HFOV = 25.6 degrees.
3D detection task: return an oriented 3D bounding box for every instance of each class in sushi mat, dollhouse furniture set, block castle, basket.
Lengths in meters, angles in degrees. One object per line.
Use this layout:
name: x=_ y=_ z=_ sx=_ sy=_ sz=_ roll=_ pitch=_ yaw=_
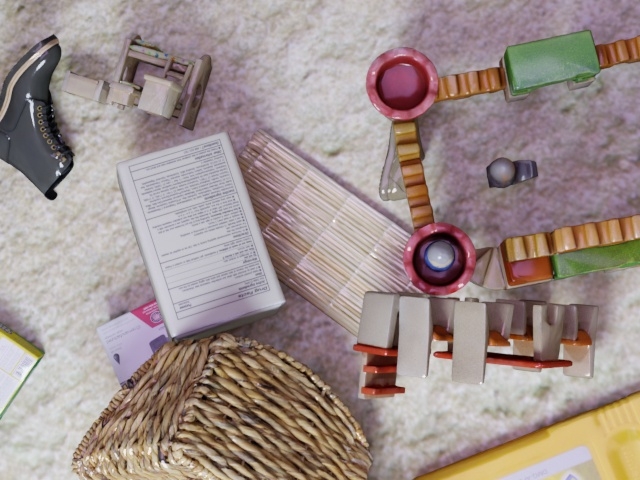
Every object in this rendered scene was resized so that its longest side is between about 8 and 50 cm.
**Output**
sushi mat: x=0.000 y=0.000 z=1.845 sx=0.316 sy=0.019 sz=0.151 roll=36 pitch=93 yaw=10
dollhouse furniture set: x=-0.254 y=-0.225 z=1.829 sx=0.181 sy=0.161 sz=0.101 roll=17 pitch=90 yaw=10
block castle: x=0.297 y=-0.108 z=1.670 sx=0.453 sy=0.213 sz=0.303 roll=-11 pitch=86 yaw=1
basket: x=-0.115 y=0.255 z=1.734 sx=0.223 sy=0.299 sz=0.213 roll=-18 pitch=42 yaw=44
dollhouse furniture set: x=0.173 y=0.136 z=1.699 sx=0.259 sy=0.262 sz=0.135 roll=3 pitch=89 yaw=39

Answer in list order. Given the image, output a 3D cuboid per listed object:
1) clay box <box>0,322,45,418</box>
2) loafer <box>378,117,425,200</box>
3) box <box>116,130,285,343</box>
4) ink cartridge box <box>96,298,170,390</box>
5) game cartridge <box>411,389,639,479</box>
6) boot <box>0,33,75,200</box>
clay box: x=-0.498 y=0.143 z=1.889 sx=0.222 sy=0.053 sz=0.127 roll=35 pitch=93 yaw=-1
loafer: x=0.112 y=-0.120 z=1.815 sx=0.050 sy=0.056 sz=0.148 roll=12 pitch=96 yaw=7
box: x=-0.153 y=0.001 z=1.779 sx=0.148 sy=0.127 sz=0.232 roll=-17 pitch=82 yaw=-10
ink cartridge box: x=-0.210 y=0.160 z=1.850 sx=0.109 sy=0.063 sz=0.150 roll=-26 pitch=82 yaw=6
game cartridge: x=0.311 y=0.374 z=1.753 sx=0.323 sy=0.052 sz=0.285 roll=-23 pitch=83 yaw=9
boot: x=-0.360 y=-0.163 z=1.875 sx=0.137 sy=0.077 sz=0.198 roll=42 pitch=126 yaw=5
